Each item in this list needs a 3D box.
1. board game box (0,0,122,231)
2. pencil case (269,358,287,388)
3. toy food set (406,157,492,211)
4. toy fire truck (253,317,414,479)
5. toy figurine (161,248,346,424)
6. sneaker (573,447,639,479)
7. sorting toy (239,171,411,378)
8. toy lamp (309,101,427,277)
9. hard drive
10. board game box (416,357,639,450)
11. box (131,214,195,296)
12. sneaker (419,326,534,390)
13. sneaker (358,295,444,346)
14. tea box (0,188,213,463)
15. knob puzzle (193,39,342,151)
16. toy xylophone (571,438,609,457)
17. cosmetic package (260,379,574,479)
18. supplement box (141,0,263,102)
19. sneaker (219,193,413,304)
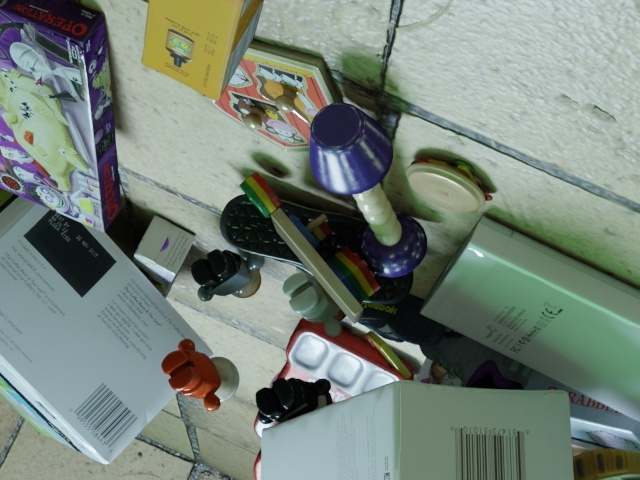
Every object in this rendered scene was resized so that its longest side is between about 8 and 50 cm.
[{"bbox_3d":[-0.320,-0.151,1.485,0.208,0.056,0.347,26,150,12],"label":"board game box"},{"bbox_3d":[0.008,0.286,2.236,0.124,0.124,0.284,17,159,26],"label":"pencil case"},{"bbox_3d":[0.120,-0.052,1.314,0.083,0.020,0.083,14,157,32],"label":"toy food set"},{"bbox_3d":[0.060,0.264,1.968,0.302,0.169,0.254,27,121,-1],"label":"toy fire truck"},{"bbox_3d":[-0.072,0.123,1.754,0.213,0.209,0.148,11,173,23],"label":"toy figurine"},{"bbox_3d":[0.396,0.261,1.470,0.296,0.111,0.131,-10,153,36],"label":"sneaker"},{"bbox_3d":[0.016,0.025,1.447,0.274,0.046,0.132,50,176,7],"label":"sorting toy"},{"bbox_3d":[0.045,-0.048,1.327,0.080,0.080,0.274,19,164,20],"label":"toy lamp"},{"bbox_3d":[0.292,0.105,1.452,0.353,0.047,0.233,26,158,1],"label":"hard drive"},{"bbox_3d":[0.330,0.252,1.784,0.319,0.066,0.318,8,154,42],"label":"board game box"},{"bbox_3d":[-0.236,0.045,1.977,0.063,0.067,0.324,29,162,-4],"label":"box"},{"bbox_3d":[0.174,0.147,1.656,0.083,0.098,0.224,34,160,-21],"label":"sneaker"},{"bbox_3d":[0.098,0.098,1.701,0.144,0.053,0.059,21,162,41],"label":"sneaker"},{"bbox_3d":[-0.381,0.103,1.935,0.329,0.220,0.323,50,161,-20],"label":"tea box"},{"bbox_3d":[-0.057,-0.129,1.326,0.213,0.030,0.213,23,161,8],"label":"knob puzzle"},{"bbox_3d":[0.298,0.310,1.745,0.323,0.081,0.236,7,153,45],"label":"toy xylophone"},{"bbox_3d":[0.094,0.264,1.569,0.217,0.156,0.385,7,164,-24],"label":"cosmetic package"},{"bbox_3d":[-0.090,-0.195,1.119,0.078,0.080,0.233,28,160,-2],"label":"supplement box"},{"bbox_3d":[0.000,0.000,1.566,0.235,0.084,0.097,24,-175,11],"label":"sneaker"}]
